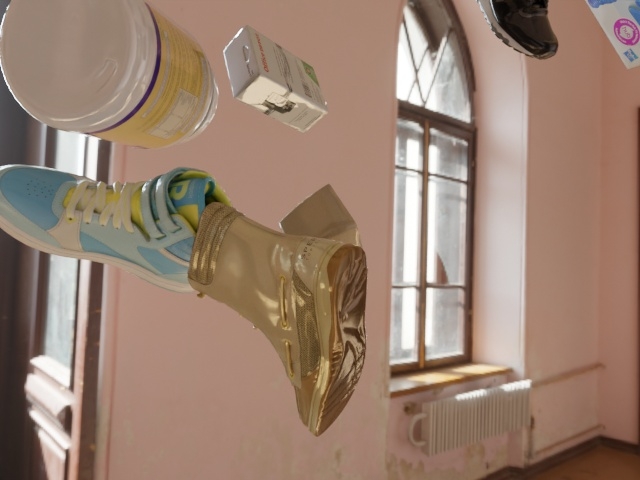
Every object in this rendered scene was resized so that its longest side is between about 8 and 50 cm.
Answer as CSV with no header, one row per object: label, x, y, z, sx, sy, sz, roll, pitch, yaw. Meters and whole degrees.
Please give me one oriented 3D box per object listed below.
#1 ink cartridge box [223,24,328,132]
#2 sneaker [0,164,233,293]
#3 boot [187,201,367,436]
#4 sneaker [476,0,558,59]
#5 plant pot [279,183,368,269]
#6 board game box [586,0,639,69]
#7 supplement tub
ink cartridge box,-0.096,-0.345,1.157,0.087,0.153,0.208,-35,-34,31
sneaker,-0.249,-0.049,0.684,0.319,0.127,0.208,22,-35,-27
boot,-0.054,0.093,0.624,0.204,0.261,0.095,19,38,27
sneaker,0.359,-0.464,0.968,0.107,0.283,0.124,-14,-21,-30
plant pot,0.000,0.000,0.802,0.096,0.109,0.109,-24,44,-6
board game box,0.376,-0.360,0.550,0.086,0.308,0.302,-37,7,-2
supplement tub,-0.327,-0.283,0.903,0.241,0.240,0.331,2,3,10
